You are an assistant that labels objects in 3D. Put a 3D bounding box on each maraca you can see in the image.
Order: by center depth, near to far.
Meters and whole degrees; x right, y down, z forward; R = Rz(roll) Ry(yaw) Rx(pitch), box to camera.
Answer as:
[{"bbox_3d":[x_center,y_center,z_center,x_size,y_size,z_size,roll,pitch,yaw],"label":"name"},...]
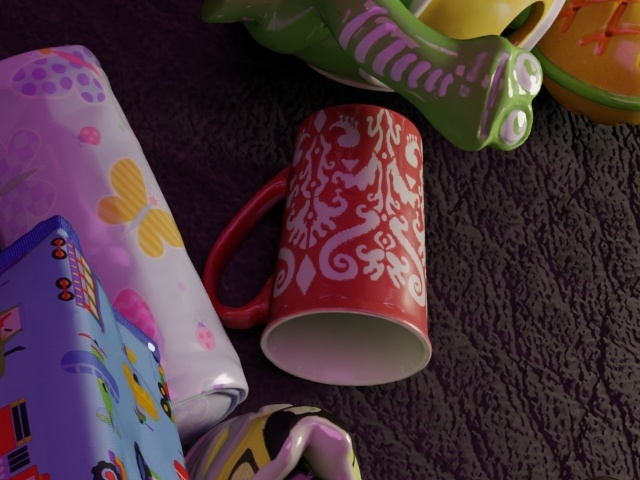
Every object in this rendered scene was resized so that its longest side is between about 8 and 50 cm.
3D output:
[{"bbox_3d":[0.212,-0.156,1.129,0.127,0.099,0.186,-16,46,-32],"label":"maraca"}]

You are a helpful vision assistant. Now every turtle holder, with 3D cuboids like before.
[{"bbox_3d":[0.069,-0.215,1.004,0.227,0.320,0.243,22,98,-27],"label":"turtle holder"}]

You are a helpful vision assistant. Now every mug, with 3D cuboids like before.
[{"bbox_3d":[0.005,-0.004,0.983,0.150,0.113,0.169,13,59,-13],"label":"mug"}]

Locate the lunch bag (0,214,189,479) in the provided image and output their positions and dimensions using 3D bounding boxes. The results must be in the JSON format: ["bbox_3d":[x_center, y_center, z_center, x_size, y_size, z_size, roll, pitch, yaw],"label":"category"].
[{"bbox_3d":[-0.218,0.156,0.722,0.293,0.138,0.221,-23,45,4],"label":"lunch bag"}]

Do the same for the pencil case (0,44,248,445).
[{"bbox_3d":[-0.148,0.011,0.925,0.113,0.124,0.273,-5,65,-51],"label":"pencil case"}]

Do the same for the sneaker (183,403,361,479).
[{"bbox_3d":[-0.029,0.276,0.816,0.145,0.147,0.385,0,67,-19],"label":"sneaker"}]

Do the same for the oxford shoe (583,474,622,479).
[{"bbox_3d":[0.191,0.254,0.926,0.083,0.096,0.227,13,61,-9],"label":"oxford shoe"}]
